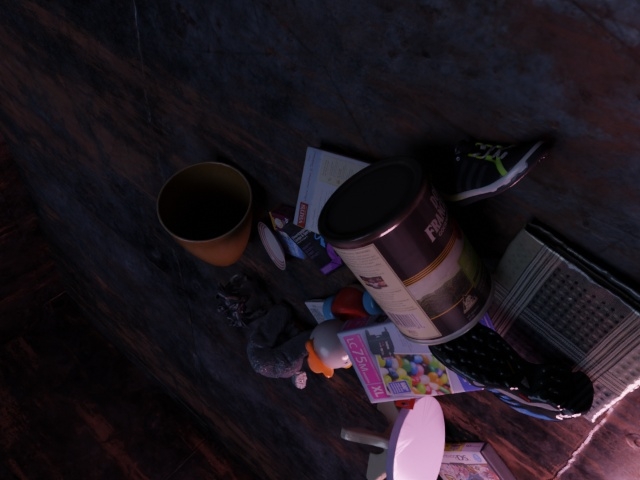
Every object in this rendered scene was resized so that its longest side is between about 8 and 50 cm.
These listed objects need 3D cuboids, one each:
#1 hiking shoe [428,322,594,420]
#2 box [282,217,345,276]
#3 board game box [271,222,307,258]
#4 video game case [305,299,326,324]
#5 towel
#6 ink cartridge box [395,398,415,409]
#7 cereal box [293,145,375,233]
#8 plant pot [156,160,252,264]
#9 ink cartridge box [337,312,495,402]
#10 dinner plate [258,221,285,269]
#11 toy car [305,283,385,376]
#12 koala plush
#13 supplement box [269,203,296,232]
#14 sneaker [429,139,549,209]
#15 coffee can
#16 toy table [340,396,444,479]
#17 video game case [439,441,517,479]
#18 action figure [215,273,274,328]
[{"bbox_3d":[0.327,0.251,1.139,0.304,0.113,0.132,26,149,14],"label":"hiking shoe"},{"bbox_3d":[0.000,0.000,1.450,0.162,0.029,0.116,47,134,-6],"label":"box"},{"bbox_3d":[-0.078,-0.002,1.593,0.090,0.020,0.090,16,134,42],"label":"board game box"},{"bbox_3d":[0.031,0.224,1.663,0.157,0.019,0.143,56,158,-9],"label":"video game case"},{"bbox_3d":[0.434,0.148,1.100,0.312,0.056,0.324,42,149,20],"label":"towel"},{"bbox_3d":[0.206,0.345,1.509,0.029,0.115,0.063,24,164,-35],"label":"ink cartridge box"},{"bbox_3d":[0.056,-0.082,1.258,0.240,0.047,0.172,23,108,38],"label":"cereal box"},{"bbox_3d":[-0.279,-0.037,1.644,0.237,0.237,0.254,37,158,22],"label":"plant pot"},{"bbox_3d":[0.206,0.226,1.267,0.311,0.065,0.185,-18,106,30],"label":"ink cartridge box"},{"bbox_3d":[-0.124,0.012,1.642,0.141,0.017,0.141,53,161,27],"label":"dinner plate"},{"bbox_3d":[0.063,0.242,1.460,0.210,0.238,0.219,57,148,-9],"label":"toy car"},{"bbox_3d":[-0.111,0.337,1.837,0.196,0.203,0.221,37,157,22],"label":"koala plush"},{"bbox_3d":[-0.078,-0.050,1.525,0.083,0.043,0.054,16,132,41],"label":"supplement box"},{"bbox_3d":[0.254,-0.121,1.009,0.097,0.084,0.235,55,147,-4],"label":"sneaker"},{"bbox_3d":[0.153,0.021,1.087,0.202,0.201,0.275,3,140,50],"label":"coffee can"},{"bbox_3d":[0.194,0.511,1.581,0.252,0.274,0.161,25,169,-36],"label":"toy table"},{"bbox_3d":[0.417,0.633,1.601,0.274,0.035,0.248,54,147,-4],"label":"video game case"},{"bbox_3d":[-0.237,0.184,1.869,0.164,0.141,0.275,51,163,4],"label":"action figure"}]
